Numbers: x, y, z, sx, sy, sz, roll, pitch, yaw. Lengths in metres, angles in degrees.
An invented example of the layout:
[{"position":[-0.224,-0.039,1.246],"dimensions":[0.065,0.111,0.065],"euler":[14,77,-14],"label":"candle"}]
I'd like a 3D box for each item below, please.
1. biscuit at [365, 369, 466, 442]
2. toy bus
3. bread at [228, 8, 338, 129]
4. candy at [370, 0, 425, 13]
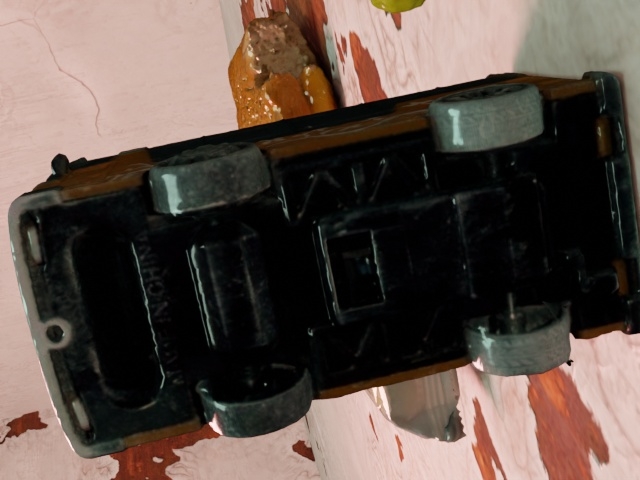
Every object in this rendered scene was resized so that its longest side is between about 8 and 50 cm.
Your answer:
[{"position":[0.044,0.048,0.847],"dimensions":[0.309,0.079,0.186],"euler":[-136,37,-72],"label":"biscuit"},{"position":[0.000,0.000,0.470],"dimensions":[0.167,0.275,0.138],"euler":[-125,23,-75],"label":"toy bus"},{"position":[-0.055,-0.201,1.227],"dimensions":[0.380,0.109,0.185],"euler":[-163,65,-80],"label":"bread"},{"position":[0.036,-0.225,0.534],"dimensions":[0.209,0.097,0.096],"euler":[77,175,-45],"label":"candy"}]
